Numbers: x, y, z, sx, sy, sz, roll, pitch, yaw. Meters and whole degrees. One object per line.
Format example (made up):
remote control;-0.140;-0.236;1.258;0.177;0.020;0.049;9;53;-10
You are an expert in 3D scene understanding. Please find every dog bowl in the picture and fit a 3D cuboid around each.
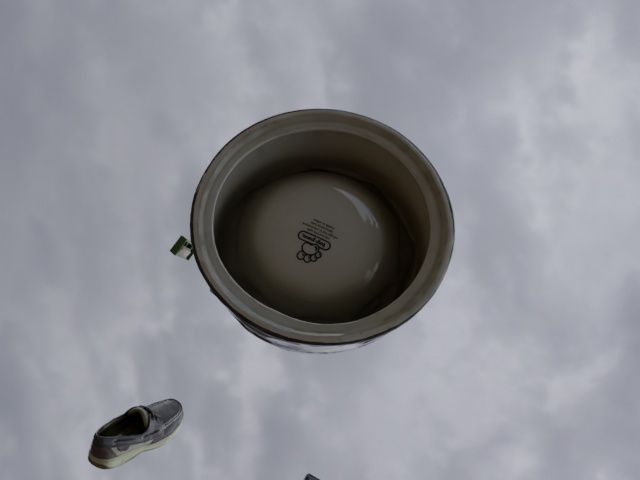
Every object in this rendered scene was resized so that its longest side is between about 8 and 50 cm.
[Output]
dog bowl;0.000;0.000;1.732;0.150;0.407;0.408;99;-22;-64

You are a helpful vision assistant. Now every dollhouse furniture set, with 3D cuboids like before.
dollhouse furniture set;-0.199;0.050;1.993;0.151;0.058;0.076;39;-88;20

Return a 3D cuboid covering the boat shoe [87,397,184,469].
boat shoe;-0.329;0.339;1.993;0.080;0.223;0.073;30;-55;27

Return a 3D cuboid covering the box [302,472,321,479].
box;0.008;0.431;1.525;0.147;0.180;0.078;30;-68;3
